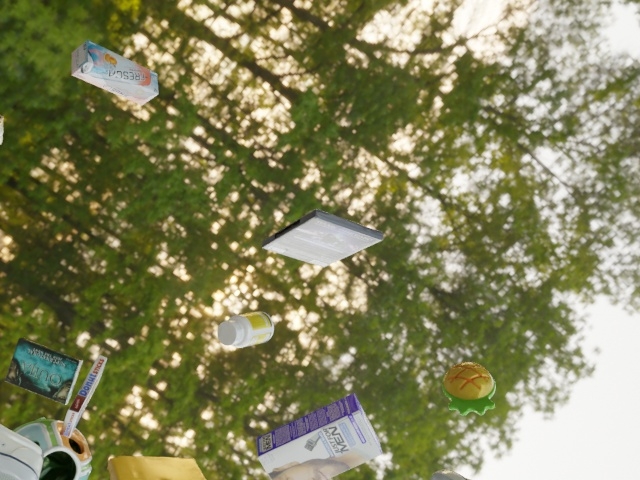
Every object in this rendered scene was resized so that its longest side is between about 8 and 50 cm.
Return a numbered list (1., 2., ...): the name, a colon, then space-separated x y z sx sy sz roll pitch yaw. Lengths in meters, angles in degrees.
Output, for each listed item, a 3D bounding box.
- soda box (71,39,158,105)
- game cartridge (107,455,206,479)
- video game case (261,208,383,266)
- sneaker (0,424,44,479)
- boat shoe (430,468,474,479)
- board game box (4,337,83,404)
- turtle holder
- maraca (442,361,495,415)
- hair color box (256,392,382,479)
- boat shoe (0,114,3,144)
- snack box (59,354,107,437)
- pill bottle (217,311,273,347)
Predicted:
1. soda box: -0.437 -0.356 1.520 0.063 0.183 0.058 -24 -116 34
2. game cartridge: -0.474 0.746 2.132 0.323 0.285 0.053 25 -78 62
3. video game case: 0.000 0.000 1.787 0.274 0.196 0.026 -29 -131 54
4. sneaker: -0.491 0.266 0.939 0.094 0.258 0.091 -49 -162 14
5. boat shoe: 0.439 0.654 1.707 0.367 0.156 0.136 22 -64 49
6. board game box: -0.750 0.353 1.924 0.026 0.186 0.126 19 89 -82
7. turtle holder: -0.735 0.596 1.794 0.320 0.244 0.227 -17 -179 -36
8. maraca: 0.356 0.358 1.702 0.127 0.099 0.186 -7 -157 10
9. hair color box: -0.005 0.629 2.171 0.338 0.185 0.110 -25 -159 4
10. boat shoe: -0.593 -0.199 1.186 0.170 0.062 0.059 -17 124 -81
11. snack box: -0.456 0.298 1.375 0.178 0.022 0.064 -87 -159 -66
12. pill bottle: -0.148 0.176 1.392 0.065 0.065 0.116 -43 160 22
